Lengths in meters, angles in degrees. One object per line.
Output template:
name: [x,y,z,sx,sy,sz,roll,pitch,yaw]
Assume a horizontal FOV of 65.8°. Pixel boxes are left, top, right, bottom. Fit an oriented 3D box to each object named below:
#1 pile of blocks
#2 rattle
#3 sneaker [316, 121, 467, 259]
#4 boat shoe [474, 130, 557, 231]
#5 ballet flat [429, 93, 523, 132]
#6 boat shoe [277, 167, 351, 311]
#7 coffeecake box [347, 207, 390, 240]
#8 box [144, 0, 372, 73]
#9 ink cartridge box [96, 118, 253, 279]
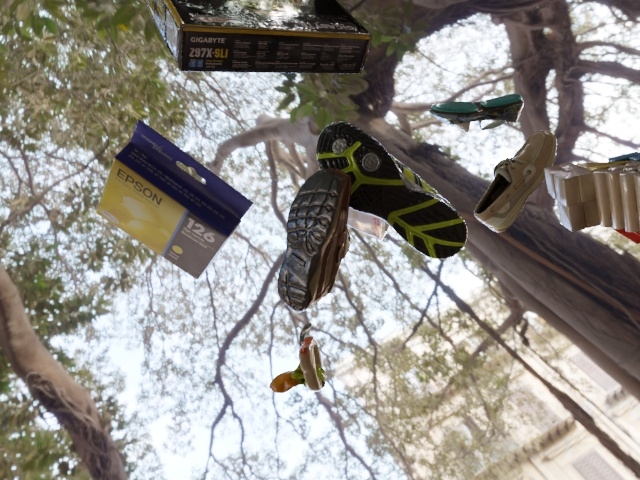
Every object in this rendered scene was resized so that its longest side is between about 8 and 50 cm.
pile of blocks: [0.476,-0.051,0.646,0.149,0.362,0.112,-26,-70,-25]
rattle: [-0.065,0.261,1.094,0.143,0.130,0.199,3,-27,17]
sneaker: [0.145,-0.104,1.072,0.145,0.385,0.147,-47,-5,15]
boat shoe: [0.517,-0.172,1.319,0.098,0.109,0.302,30,-87,-22]
ballet flat: [0.313,-0.249,0.995,0.189,0.070,0.070,-6,-54,1]
boat shoe: [0.000,0.000,1.051,0.120,0.123,0.323,-11,-51,-44]
coffeecake box: [0.093,-0.089,1.292,0.068,0.186,0.142,-59,-16,-18]
box: [-0.112,-0.380,0.839,0.322,0.257,0.079,-9,-42,-27]
ink cartridge box: [-0.349,-0.075,1.151,0.304,0.072,0.307,36,-42,-7]
